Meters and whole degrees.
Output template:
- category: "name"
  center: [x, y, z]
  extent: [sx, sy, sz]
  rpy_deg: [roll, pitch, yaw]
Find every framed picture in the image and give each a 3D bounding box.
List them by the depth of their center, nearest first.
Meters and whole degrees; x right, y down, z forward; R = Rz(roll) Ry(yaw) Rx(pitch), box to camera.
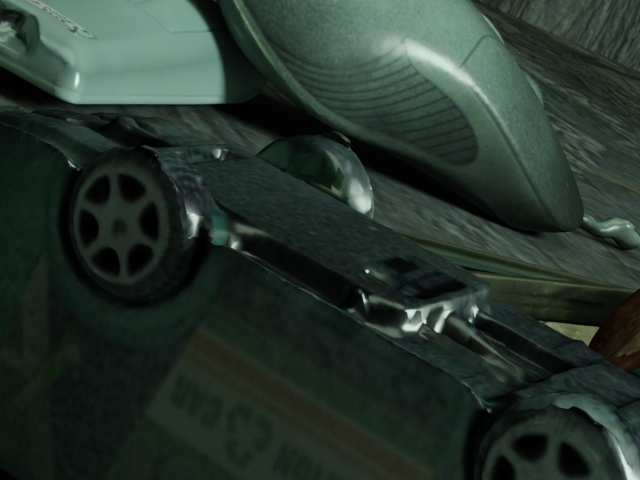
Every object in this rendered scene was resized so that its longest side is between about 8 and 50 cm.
- category: "framed picture"
  center: [0.000, 0.000, 0.720]
  extent: [0.203, 0.015, 0.150]
  rpy_deg: [15, 5, 37]

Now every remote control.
- category: "remote control"
  center: [-0.109, -0.109, 0.997]
  extent: [0.103, 0.051, 0.293]
  rpy_deg: [29, 14, 11]

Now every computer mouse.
- category: "computer mouse"
  center: [0.082, -0.095, 1.143]
  extent: [0.379, 0.090, 0.167]
  rpy_deg: [31, 24, -33]

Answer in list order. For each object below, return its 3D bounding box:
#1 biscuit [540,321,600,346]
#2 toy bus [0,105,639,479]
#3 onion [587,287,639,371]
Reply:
- category: "biscuit"
  center: [0.098, 0.037, 0.883]
  extent: [0.120, 0.015, 0.120]
  rpy_deg: [24, 12, -6]
- category: "toy bus"
  center: [0.008, 0.046, 0.451]
  extent: [0.261, 0.109, 0.091]
  rpy_deg: [30, 15, 29]
- category: "onion"
  center: [0.199, 0.062, 0.639]
  extent: [0.230, 0.163, 0.230]
  rpy_deg: [29, 5, -3]
